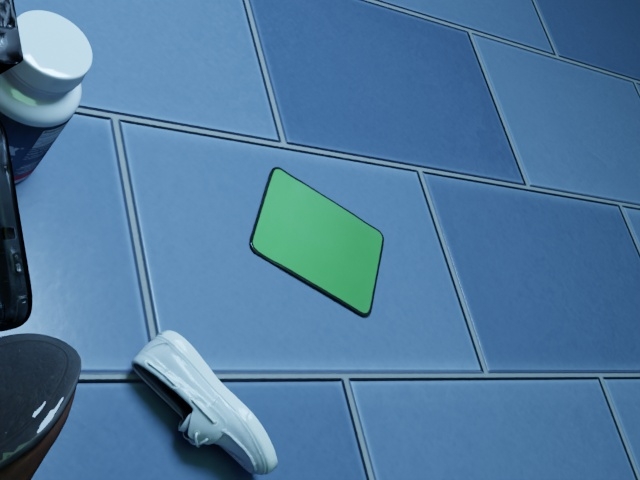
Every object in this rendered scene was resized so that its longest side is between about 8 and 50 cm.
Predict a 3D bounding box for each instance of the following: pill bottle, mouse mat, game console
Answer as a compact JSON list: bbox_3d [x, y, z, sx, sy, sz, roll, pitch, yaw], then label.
[{"bbox_3d":[-0.304,-0.144,0.984,0.108,0.180,0.108,22,49,-27],"label":"pill bottle"},{"bbox_3d":[0.000,0.000,1.268,0.190,0.007,0.152,31,46,-18],"label":"mouse mat"},{"bbox_3d":[-0.343,-0.090,0.921,0.044,0.213,0.361,-5,83,-49],"label":"game console"}]

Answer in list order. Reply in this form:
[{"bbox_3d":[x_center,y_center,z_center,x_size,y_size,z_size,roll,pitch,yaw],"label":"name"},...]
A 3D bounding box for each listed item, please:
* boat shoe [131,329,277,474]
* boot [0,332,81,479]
[{"bbox_3d":[-0.121,0.176,1.003,0.063,0.066,0.184,-39,92,-34],"label":"boat shoe"},{"bbox_3d":[-0.254,0.232,0.692,0.096,0.280,0.264,17,45,4],"label":"boot"}]
